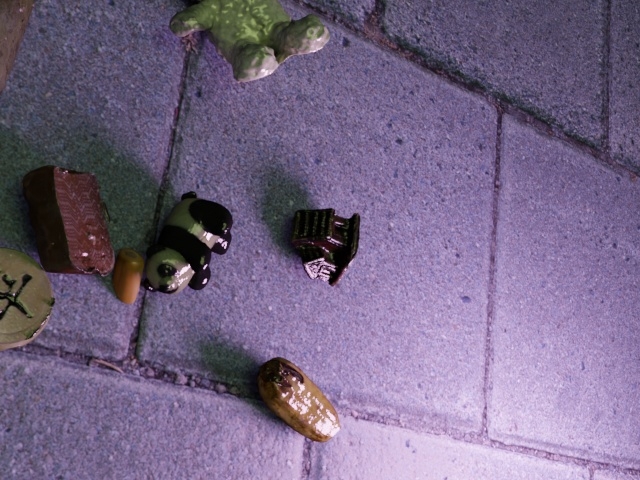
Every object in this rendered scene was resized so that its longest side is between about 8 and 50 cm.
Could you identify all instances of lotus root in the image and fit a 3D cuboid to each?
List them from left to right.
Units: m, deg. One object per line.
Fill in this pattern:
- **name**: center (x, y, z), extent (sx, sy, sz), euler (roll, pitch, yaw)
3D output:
- **lotus root**: center (-0.052, 0.348, 1.763), extent (0.258, 0.097, 0.110), euler (51, 62, -24)

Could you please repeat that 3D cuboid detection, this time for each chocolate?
- **chocolate**: center (-0.472, -0.028, 1.526), extent (0.148, 0.093, 0.214), euler (7, 69, -67)

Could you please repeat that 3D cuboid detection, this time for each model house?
- **model house**: center (0.000, 0.007, 1.872), extent (0.152, 0.106, 0.165), euler (20, 63, -33)

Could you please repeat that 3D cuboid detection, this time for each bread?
- **bread**: center (-0.387, 0.069, 1.619), extent (0.062, 0.103, 0.049), euler (37, 33, 28)

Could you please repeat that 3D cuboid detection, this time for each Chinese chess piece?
- **Chinese chess piece**: center (-0.571, 0.104, 1.443), extent (0.188, 0.083, 0.188), euler (14, 66, -35)

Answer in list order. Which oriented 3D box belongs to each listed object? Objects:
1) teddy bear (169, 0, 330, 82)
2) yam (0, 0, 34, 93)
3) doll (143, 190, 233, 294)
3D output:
- **teddy bear**: center (-0.195, -0.559, 1.748), extent (0.327, 0.375, 0.362), euler (-29, 116, -9)
- **yam**: center (-0.624, -0.406, 1.463), extent (0.195, 0.195, 0.300), euler (24, 66, -30)
- **doll**: center (-0.269, 0.015, 1.665), extent (0.135, 0.143, 0.234), euler (23, 62, 3)
